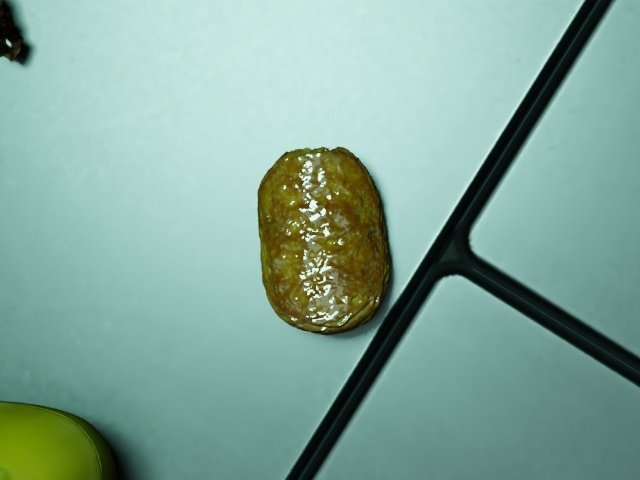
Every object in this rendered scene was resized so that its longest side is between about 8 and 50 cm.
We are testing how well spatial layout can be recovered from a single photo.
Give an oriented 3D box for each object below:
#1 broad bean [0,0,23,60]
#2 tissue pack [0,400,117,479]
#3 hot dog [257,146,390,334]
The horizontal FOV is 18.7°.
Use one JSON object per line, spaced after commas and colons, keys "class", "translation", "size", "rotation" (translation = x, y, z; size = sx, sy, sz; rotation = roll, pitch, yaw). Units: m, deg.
{"class": "broad bean", "translation": [-0.148, -0.182, 0.875], "size": [0.061, 0.046, 0.195], "rotation": [10, 95, -4]}
{"class": "tissue pack", "translation": [-0.180, 0.129, 0.832], "size": [0.178, 0.127, 0.123], "rotation": [-1, 91, 8]}
{"class": "hot dog", "translation": [0.000, 0.000, 0.857], "size": [0.058, 0.035, 0.083], "rotation": [-6, 88, 7]}
